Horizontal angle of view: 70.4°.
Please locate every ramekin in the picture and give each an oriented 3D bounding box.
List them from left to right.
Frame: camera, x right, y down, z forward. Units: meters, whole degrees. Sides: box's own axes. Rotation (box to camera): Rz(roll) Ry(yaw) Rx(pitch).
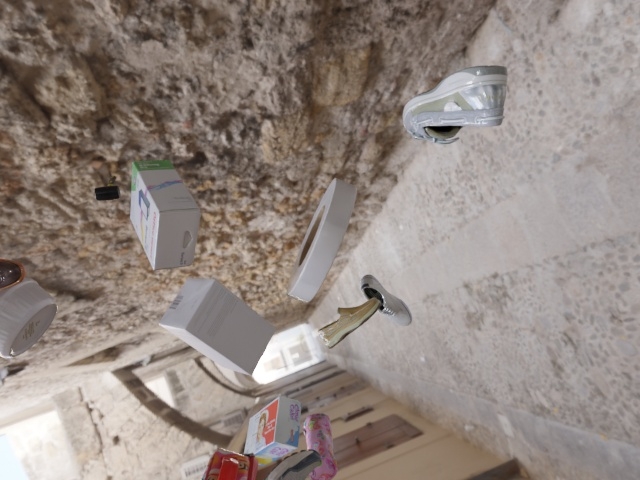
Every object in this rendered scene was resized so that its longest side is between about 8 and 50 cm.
[{"bbox_3d":[-1.025,0.271,1.541,0.127,0.273,0.273,31,173,-4],"label":"ramekin"}]

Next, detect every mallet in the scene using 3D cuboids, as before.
[{"bbox_3d":[-0.600,-0.151,1.273,0.189,0.062,0.039,-141,44,-57],"label":"mallet"}]

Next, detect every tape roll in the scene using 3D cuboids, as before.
[{"bbox_3d":[0.000,0.000,1.395,0.392,0.071,0.393,-158,90,-83],"label":"tape roll"}]

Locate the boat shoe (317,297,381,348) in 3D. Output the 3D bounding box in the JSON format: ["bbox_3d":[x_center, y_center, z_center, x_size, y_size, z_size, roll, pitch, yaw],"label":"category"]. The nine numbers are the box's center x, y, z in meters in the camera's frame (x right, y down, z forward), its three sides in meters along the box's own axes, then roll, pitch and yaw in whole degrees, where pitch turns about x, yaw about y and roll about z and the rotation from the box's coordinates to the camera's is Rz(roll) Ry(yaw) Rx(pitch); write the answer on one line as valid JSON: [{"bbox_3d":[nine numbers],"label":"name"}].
[{"bbox_3d":[0.071,0.203,1.193,0.072,0.190,0.068,50,-170,6],"label":"boat shoe"}]

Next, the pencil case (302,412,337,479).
[{"bbox_3d":[-0.006,0.804,1.782,0.284,0.124,0.124,-110,2,-73],"label":"pencil case"}]

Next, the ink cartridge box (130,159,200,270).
[{"bbox_3d":[-0.348,-0.060,1.002,0.212,0.093,0.155,48,133,38],"label":"ink cartridge box"}]

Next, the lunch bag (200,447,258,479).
[{"bbox_3d":[-0.187,0.504,0.788,0.293,0.120,0.259,-132,59,-85],"label":"lunch bag"}]

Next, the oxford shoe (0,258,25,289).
[{"bbox_3d":[-1.050,0.111,1.388,0.098,0.270,0.097,-18,-77,-87],"label":"oxford shoe"}]

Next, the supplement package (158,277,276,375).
[{"bbox_3d":[-0.320,0.273,1.441,0.175,0.178,0.293,-4,139,45],"label":"supplement package"}]

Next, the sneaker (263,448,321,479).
[{"bbox_3d":[-0.090,0.598,1.009,0.122,0.283,0.110,36,157,33],"label":"sneaker"}]

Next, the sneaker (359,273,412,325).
[{"bbox_3d":[0.239,0.241,1.694,0.258,0.094,0.091,41,-152,-8],"label":"sneaker"}]

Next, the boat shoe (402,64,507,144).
[{"bbox_3d":[0.245,-0.234,0.868,0.320,0.118,0.103,-179,84,-77],"label":"boat shoe"}]

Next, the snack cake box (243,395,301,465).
[{"bbox_3d":[-0.166,0.656,1.555,0.264,0.089,0.152,-48,25,43],"label":"snack cake box"}]
